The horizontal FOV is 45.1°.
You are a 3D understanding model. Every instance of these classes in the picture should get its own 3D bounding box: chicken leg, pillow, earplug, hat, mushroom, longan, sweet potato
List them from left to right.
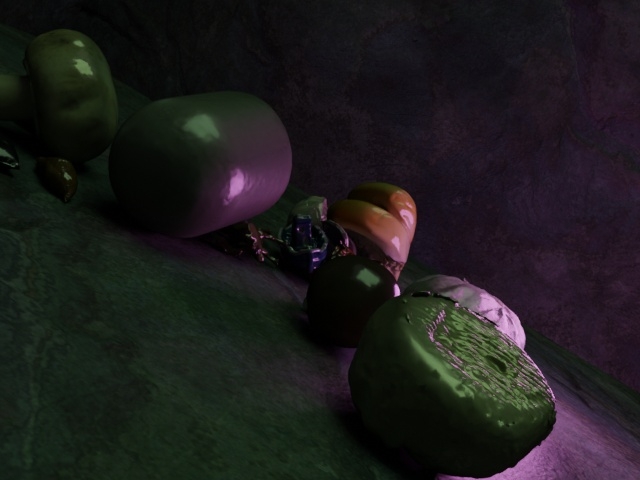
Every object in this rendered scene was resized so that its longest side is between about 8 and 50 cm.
[{"bbox_3d":[-0.683,-0.200,1.471,0.208,0.055,0.141,22,20,-35],"label":"pillow"},{"bbox_3d":[-0.639,-0.323,1.776,0.336,0.314,0.314,-4,17,-11],"label":"mushroom"},{"bbox_3d":[-0.540,-0.145,1.572,0.068,0.068,0.226,21,11,-42],"label":"sweet potato"},{"bbox_3d":[-0.276,-0.162,1.681,0.313,0.312,0.394,31,22,12],"label":"earplug"},{"bbox_3d":[0.007,0.005,2.219,0.275,0.161,0.232,56,6,11],"label":"hat"},{"bbox_3d":[0.065,0.122,1.565,0.197,0.196,0.220,28,1,-7],"label":"longan"},{"bbox_3d":[0.101,0.091,2.055,0.322,0.083,0.177,28,38,-52],"label":"chicken leg"}]

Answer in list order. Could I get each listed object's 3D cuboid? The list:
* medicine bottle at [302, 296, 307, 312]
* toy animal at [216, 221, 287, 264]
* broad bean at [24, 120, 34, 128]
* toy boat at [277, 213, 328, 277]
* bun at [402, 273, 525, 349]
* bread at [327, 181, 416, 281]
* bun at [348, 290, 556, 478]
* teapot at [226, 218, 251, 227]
[{"bbox_3d":[0.001,0.144,1.701,0.047,0.047,0.083,35,10,31],"label":"medicine bottle"},{"bbox_3d":[-0.173,0.002,1.863,0.186,0.093,0.214,28,0,-36],"label":"toy animal"},{"bbox_3d":[-0.691,-0.319,2.002,0.169,0.100,0.228,27,18,23],"label":"broad bean"},{"bbox_3d":[-0.046,-0.005,2.002,0.129,0.142,0.309,-2,16,-8],"label":"toy boat"},{"bbox_3d":[0.374,0.207,2.044,0.355,0.194,0.354,29,7,-4],"label":"bun"},{"bbox_3d":[0.189,-0.024,2.444,0.329,0.245,0.424,52,-11,8],"label":"bread"},{"bbox_3d":[0.199,0.247,1.253,0.360,0.211,0.359,26,20,-11],"label":"bun"},{"bbox_3d":[-0.277,-0.089,2.067,0.200,0.077,0.107,32,-10,19],"label":"teapot"}]
